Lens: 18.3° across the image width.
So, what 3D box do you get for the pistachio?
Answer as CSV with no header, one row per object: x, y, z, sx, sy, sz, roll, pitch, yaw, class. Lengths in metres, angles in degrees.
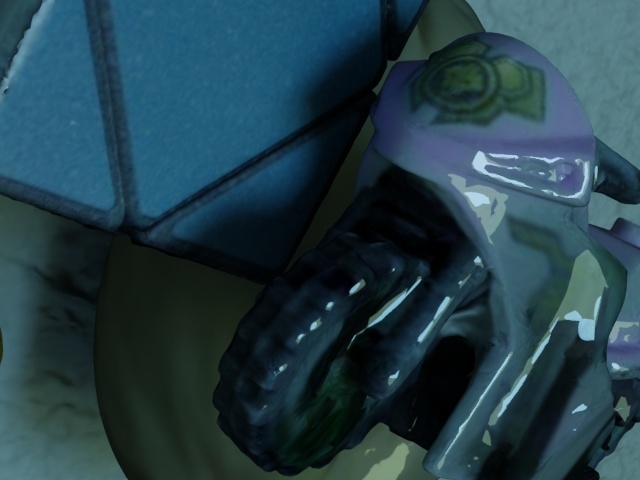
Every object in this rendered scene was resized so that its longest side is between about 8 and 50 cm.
0.000,0.000,1.009,0.226,0.208,0.331,-146,-111,-83,pistachio

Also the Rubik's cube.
-0.093,-0.129,0.786,0.205,0.207,0.205,21,100,-54,Rubik's cube

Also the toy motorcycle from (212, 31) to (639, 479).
0.085,0.017,0.843,0.327,0.143,0.188,11,106,-56,toy motorcycle

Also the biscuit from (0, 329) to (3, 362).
-0.268,0.111,0.897,0.299,0.045,0.154,-38,140,-23,biscuit
